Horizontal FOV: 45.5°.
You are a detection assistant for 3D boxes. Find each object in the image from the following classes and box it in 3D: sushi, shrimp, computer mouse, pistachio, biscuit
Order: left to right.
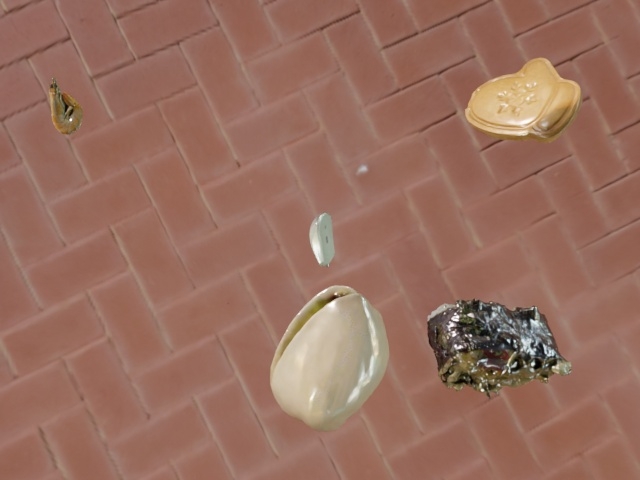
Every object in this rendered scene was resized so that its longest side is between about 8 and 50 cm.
[{"bbox_3d":[-0.477,-0.253,1.433,0.059,0.023,0.108,-5,99,3],"label":"shrimp"},{"bbox_3d":[0.000,0.000,1.433,0.032,0.056,0.110,7,117,30],"label":"computer mouse"},{"bbox_3d":[0.023,0.233,1.527,0.226,0.207,0.331,14,119,-16],"label":"pistachio"},{"bbox_3d":[0.247,0.165,1.126,0.213,0.147,0.115,13,57,-34],"label":"sushi"},{"bbox_3d":[0.239,-0.168,0.897,0.023,0.140,0.118,46,63,-43],"label":"biscuit"}]
